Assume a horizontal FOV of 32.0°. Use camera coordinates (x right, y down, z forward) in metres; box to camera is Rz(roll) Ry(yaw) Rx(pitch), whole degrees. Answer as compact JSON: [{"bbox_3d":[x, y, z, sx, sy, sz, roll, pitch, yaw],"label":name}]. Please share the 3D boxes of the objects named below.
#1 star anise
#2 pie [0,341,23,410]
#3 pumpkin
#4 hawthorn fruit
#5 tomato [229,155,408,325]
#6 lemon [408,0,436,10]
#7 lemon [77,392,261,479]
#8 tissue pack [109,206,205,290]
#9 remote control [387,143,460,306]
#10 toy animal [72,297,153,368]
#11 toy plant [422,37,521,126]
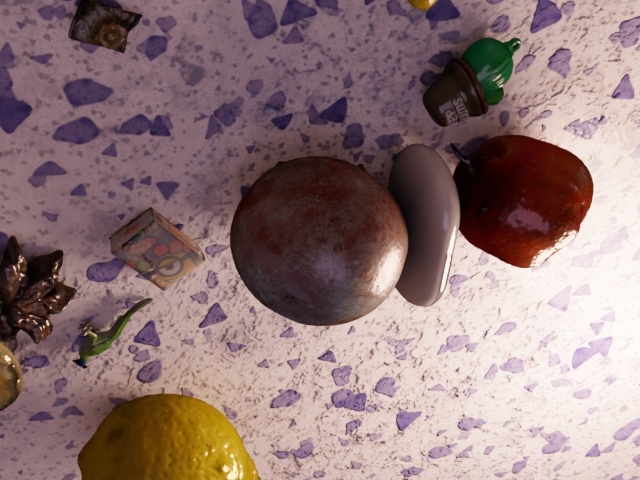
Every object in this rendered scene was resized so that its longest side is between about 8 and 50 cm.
[{"bbox_3d":[-0.563,0.107,2.038,0.236,0.109,0.223,21,119,-33],"label":"star anise"},{"bbox_3d":[-0.707,0.262,2.138,0.274,0.055,0.274,-4,140,-4],"label":"pie"},{"bbox_3d":[-0.342,-0.342,1.764,0.101,0.035,0.073,16,112,-24],"label":"pumpkin"},{"bbox_3d":[0.350,-0.099,2.063,0.254,0.254,0.300,-41,114,19],"label":"hawthorn fruit"},{"bbox_3d":[0.000,0.000,1.987,0.317,0.282,0.316,16,146,11],"label":"tomato"},{"bbox_3d":[0.167,-0.414,1.839,0.062,0.062,0.083,-17,134,-3],"label":"lemon"},{"bbox_3d":[-0.308,0.491,2.284,0.387,0.350,0.350,16,124,-17],"label":"lemon"},{"bbox_3d":[-0.302,0.018,2.069,0.109,0.060,0.148,-36,131,13],"label":"tissue pack"},{"bbox_3d":[0.183,-0.025,2.074,0.103,0.221,0.332,-8,133,-18],"label":"remote control"},{"bbox_3d":[-0.423,0.171,2.180,0.217,0.041,0.075,-45,130,16],"label":"toy animal"},{"bbox_3d":[0.278,-0.279,1.968,0.200,0.105,0.143,-34,141,-3],"label":"toy plant"}]
